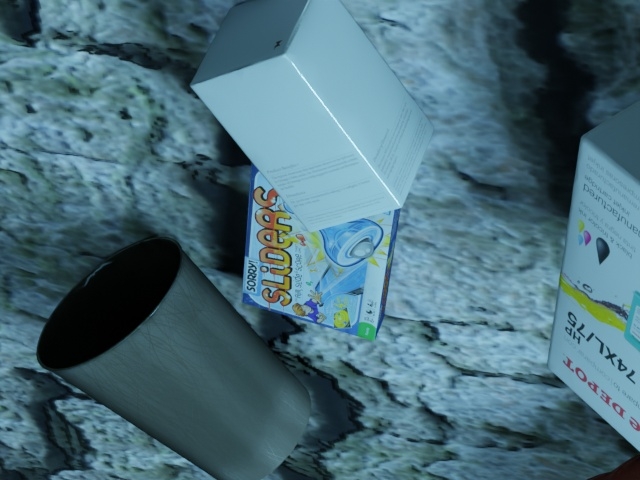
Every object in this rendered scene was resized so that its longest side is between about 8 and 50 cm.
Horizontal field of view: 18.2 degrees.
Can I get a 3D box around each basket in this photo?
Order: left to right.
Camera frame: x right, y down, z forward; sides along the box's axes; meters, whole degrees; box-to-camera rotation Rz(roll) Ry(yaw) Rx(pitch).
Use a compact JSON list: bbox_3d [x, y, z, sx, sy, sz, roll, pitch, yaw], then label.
[{"bbox_3d":[-0.131,0.128,1.957,0.204,0.154,0.227,-21,126,41],"label":"basket"}]

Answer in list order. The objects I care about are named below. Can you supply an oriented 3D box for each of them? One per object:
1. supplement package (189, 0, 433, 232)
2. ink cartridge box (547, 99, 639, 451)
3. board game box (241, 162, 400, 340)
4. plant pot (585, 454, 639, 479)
[{"bbox_3d":[-0.004,-0.112,1.668,0.105,0.105,0.179,-14,127,37],"label":"supplement package"},{"bbox_3d":[0.321,0.028,1.544,0.198,0.197,0.270,43,150,32],"label":"ink cartridge box"},{"bbox_3d":[0.000,0.000,1.839,0.136,0.035,0.201,16,139,9],"label":"board game box"},{"bbox_3d":[0.390,0.255,1.779,0.272,0.272,0.265,31,131,-9],"label":"plant pot"}]
